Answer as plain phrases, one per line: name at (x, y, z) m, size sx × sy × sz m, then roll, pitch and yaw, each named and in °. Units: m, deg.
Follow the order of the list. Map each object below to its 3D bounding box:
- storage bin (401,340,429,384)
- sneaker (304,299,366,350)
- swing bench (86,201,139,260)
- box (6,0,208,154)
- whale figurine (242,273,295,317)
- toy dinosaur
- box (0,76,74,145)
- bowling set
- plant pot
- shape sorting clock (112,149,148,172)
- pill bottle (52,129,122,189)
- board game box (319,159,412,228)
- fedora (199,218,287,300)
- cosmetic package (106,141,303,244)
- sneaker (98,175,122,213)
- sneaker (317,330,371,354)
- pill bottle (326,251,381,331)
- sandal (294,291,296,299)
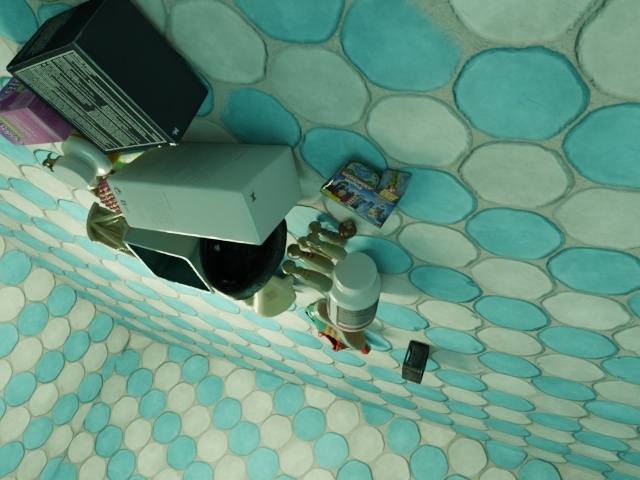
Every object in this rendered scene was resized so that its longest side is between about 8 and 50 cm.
storage bin at (0.391, 0.504, 2.175) m, size 0.084 × 0.122 × 0.180 m, roll 14°, pitch 152°, yaw 17°
sneaker at (0.062, 0.349, 2.179) m, size 0.302 × 0.108 × 0.121 m, roll 44°, pitch 148°, yaw -21°
swing bench at (-0.696, -0.019, 1.965) m, size 0.254 × 0.165 × 0.253 m, roll 5°, pitch 164°, yaw 30°
box at (-0.472, -0.362, 1.198) m, size 0.293 × 0.183 × 0.296 m, roll 3°, pitch 149°, yaw 37°
whale figurine at (-0.207, 0.173, 2.016) m, size 0.141 × 0.216 × 0.272 m, roll 57°, pitch 173°, yaw 44°
toy dinosaur at (-0.747, -0.222, 1.745) m, size 0.200 × 0.127 × 0.296 m, roll 36°, pitch 177°, yaw 9°
box at (-0.701, -0.362, 1.344) m, size 0.242 × 0.214 × 0.117 m, roll 3°, pitch 148°, yaw 35°
bowling set at (0.000, 0.000, 1.554) m, size 0.154 × 0.200 × 0.287 m, roll 27°, pitch -163°, yaw -8°
plant pot at (-0.436, -0.012, 1.734) m, size 0.247 × 0.252 × 0.248 m, roll 14°, pitch 152°, yaw 20°
shape sorting clock at (-0.546, -0.233, 1.607) m, size 0.206 × 0.040 × 0.206 m, roll 0°, pitch 149°, yaw 0°
pill bottle at (-0.600, -0.261, 1.413) m, size 0.136 × 0.246 × 0.136 m, roll 18°, pitch 153°, yaw 10°
board game box at (0.125, -0.129, 1.296) m, size 0.194 × 0.060 × 0.194 m, roll 30°, pitch 151°, yaw -13°
fedora at (-0.200, 0.012, 1.556) m, size 0.333 × 0.334 × 0.152 m, roll 6°, pitch 178°, yaw 31°
cosmetic package at (-0.303, -0.139, 1.389) m, size 0.453 × 0.230 × 0.162 m, roll 8°, pitch 130°, yaw 29°
sneaker at (-0.611, -0.135, 1.736) m, size 0.120 × 0.112 × 0.299 m, roll -1°, pitch 159°, yaw 17°
sneaker at (0.096, 0.437, 2.287) m, size 0.279 × 0.118 × 0.107 m, roll 34°, pitch 152°, yaw -20°
pill bottle at (0.107, 0.166, 1.719) m, size 0.176 × 0.176 × 0.319 m, roll 18°, pitch 153°, yaw 10°
sandal at (-0.207, 0.237, 2.194) m, size 0.239 × 0.088 × 0.079 m, roll 6°, pitch 143°, yaw 20°
